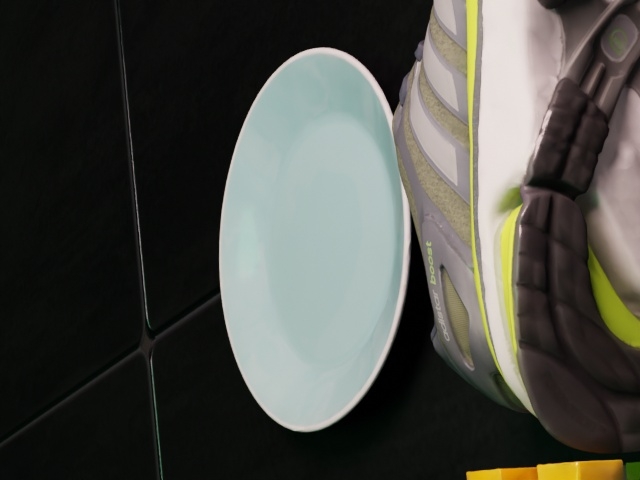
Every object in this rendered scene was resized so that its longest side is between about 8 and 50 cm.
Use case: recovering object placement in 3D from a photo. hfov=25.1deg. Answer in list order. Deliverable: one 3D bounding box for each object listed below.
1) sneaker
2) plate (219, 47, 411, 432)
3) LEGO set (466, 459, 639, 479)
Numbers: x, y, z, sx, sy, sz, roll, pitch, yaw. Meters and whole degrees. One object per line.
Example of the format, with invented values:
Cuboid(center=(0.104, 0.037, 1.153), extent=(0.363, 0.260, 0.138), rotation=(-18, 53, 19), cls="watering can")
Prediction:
Cuboid(center=(0.071, -0.078, 0.512), extent=(0.121, 0.111, 0.300), rotation=(-9, 78, 64), cls="sneaker")
Cuboid(center=(0.000, 0.000, 0.708), extent=(0.188, 0.024, 0.188), rotation=(-8, 81, 59), cls="plate")
Cuboid(center=(0.111, 0.113, 0.441), extent=(0.227, 0.087, 0.093), rotation=(-22, 69, 59), cls="LEGO set")
